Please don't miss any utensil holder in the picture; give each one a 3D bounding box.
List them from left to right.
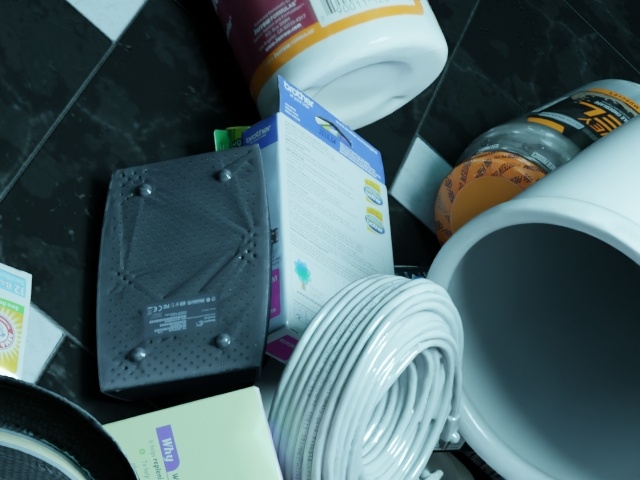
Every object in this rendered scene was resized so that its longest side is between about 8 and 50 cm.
[{"bbox_3d":[0.341,0.048,1.750,0.385,0.327,0.327,-31,85,-44],"label":"utensil holder"}]

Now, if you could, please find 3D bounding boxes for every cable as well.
[{"bbox_3d":[0.043,0.150,1.600,0.089,0.257,0.257,22,30,27],"label":"cable"}]

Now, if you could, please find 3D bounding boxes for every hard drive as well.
[{"bbox_3d":[-0.125,0.033,1.661,0.054,0.172,0.254,64,19,-53],"label":"hard drive"}]

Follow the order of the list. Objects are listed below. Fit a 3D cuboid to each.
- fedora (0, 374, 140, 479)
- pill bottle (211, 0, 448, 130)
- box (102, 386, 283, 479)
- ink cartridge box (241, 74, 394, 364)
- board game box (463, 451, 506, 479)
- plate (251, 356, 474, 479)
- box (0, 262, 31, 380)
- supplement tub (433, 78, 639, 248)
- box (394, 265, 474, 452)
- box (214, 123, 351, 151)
[{"bbox_3d":[-0.277,0.247,1.227,0.334,0.152,0.334,0,87,-8],"label":"fedora"},{"bbox_3d":[-0.030,-0.331,1.964,0.224,0.224,0.392,-4,64,-45],"label":"pill bottle"},{"bbox_3d":[-0.138,0.261,1.410,0.243,0.117,0.213,-15,66,-5],"label":"box"},{"bbox_3d":[0.000,0.000,1.787,0.186,0.065,0.311,33,44,-40],"label":"ink cartridge box"},{"bbox_3d":[0.240,0.196,1.962,0.194,0.060,0.194,41,41,-13],"label":"board game box"},{"bbox_3d":[0.034,0.238,1.746,0.278,0.045,0.277,44,41,-9],"label":"plate"},{"bbox_3d":[-0.329,0.094,1.377,0.114,0.203,0.103,24,47,-30],"label":"box"},{"bbox_3d":[0.291,-0.063,2.088,0.338,0.207,0.207,-27,82,-50],"label":"supplement tub"},{"bbox_3d":[0.149,0.122,1.856,0.175,0.051,0.220,2,47,-29],"label":"box"},{"bbox_3d":[-0.040,-0.073,1.876,0.179,0.043,0.105,-5,91,-43],"label":"box"}]
